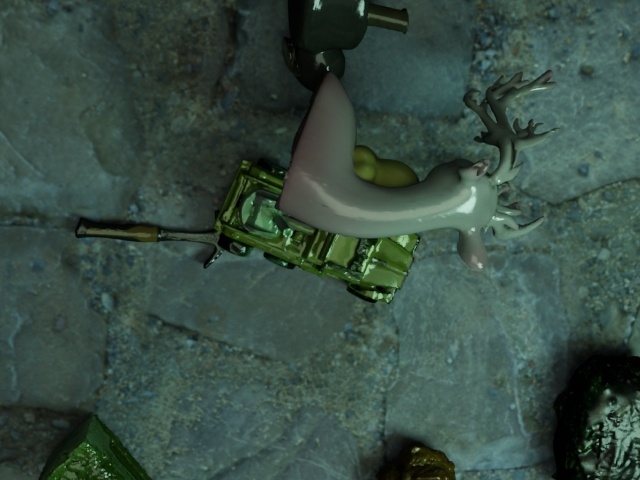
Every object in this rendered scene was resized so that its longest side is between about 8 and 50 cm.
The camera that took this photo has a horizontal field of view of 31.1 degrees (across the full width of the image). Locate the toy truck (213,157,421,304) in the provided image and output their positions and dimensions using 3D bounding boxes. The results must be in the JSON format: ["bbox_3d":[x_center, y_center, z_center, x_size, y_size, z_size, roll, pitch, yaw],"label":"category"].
[{"bbox_3d":[0.002,0.001,1.482,0.259,0.135,0.128,23,96,-17],"label":"toy truck"}]

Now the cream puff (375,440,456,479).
[{"bbox_3d":[0.132,0.339,1.612,0.094,0.122,0.116,26,62,-20],"label":"cream puff"}]

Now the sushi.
[{"bbox_3d":[0.398,0.271,1.607,0.127,0.124,0.225,4,105,-8],"label":"sushi"}]

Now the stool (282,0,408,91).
[{"bbox_3d":[0.027,-0.296,1.413,0.139,0.153,0.228,1,148,-10],"label":"stool"}]

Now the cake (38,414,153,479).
[{"bbox_3d":[-0.255,0.338,1.567,0.235,0.100,0.099,33,100,-13],"label":"cake"}]

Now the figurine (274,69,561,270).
[{"bbox_3d":[0.139,-0.104,1.405,0.316,0.284,0.206,21,126,4],"label":"figurine"}]

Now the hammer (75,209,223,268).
[{"bbox_3d":[-0.222,-0.005,1.518,0.201,0.021,0.078,3,105,-7],"label":"hammer"}]
